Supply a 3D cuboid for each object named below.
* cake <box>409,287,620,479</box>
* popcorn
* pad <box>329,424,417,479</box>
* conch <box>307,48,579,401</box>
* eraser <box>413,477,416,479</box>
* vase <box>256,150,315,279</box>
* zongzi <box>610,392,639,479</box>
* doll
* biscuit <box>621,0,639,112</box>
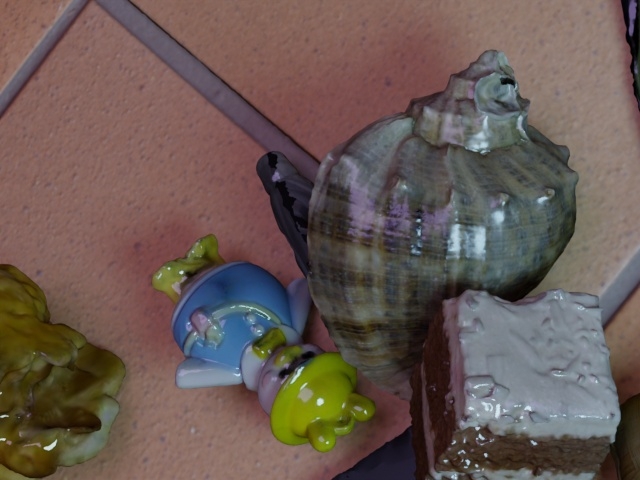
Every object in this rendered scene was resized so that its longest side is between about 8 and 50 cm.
[{"bbox_3d":[0.145,0.123,1.176,0.135,0.147,0.134,4,56,-11],"label":"cake"},{"bbox_3d":[-0.309,0.127,1.443,0.253,0.191,0.190,39,109,23],"label":"popcorn"},{"bbox_3d":[0.047,0.306,1.270,0.367,0.007,0.248,-37,60,14],"label":"pad"},{"bbox_3d":[0.113,-0.008,1.248,0.159,0.210,0.291,7,94,41],"label":"conch"},{"bbox_3d":[0.089,0.281,1.271,0.104,0.023,0.150,26,89,32],"label":"eraser"},{"bbox_3d":[0.000,0.000,1.382,0.060,0.060,0.211,-40,60,13],"label":"vase"},{"bbox_3d":[0.294,0.177,1.111,0.197,0.099,0.194,-40,55,55],"label":"zongzi"},{"bbox_3d":[-0.048,0.095,1.361,0.241,0.135,0.099,40,124,33],"label":"doll"},{"bbox_3d":[0.288,-0.206,1.283,0.099,0.038,0.322,142,129,-59],"label":"biscuit"}]
